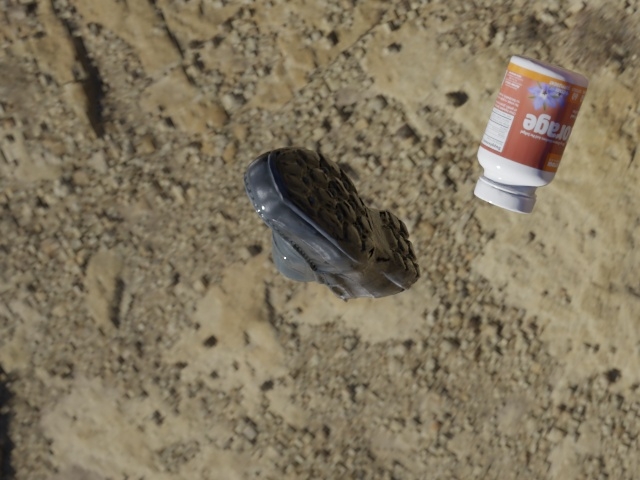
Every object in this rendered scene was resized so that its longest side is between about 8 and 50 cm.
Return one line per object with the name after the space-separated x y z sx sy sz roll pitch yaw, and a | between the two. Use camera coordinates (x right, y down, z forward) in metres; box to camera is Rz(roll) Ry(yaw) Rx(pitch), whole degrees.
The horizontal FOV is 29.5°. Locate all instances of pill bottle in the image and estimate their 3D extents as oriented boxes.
0.304 -0.155 1.788 0.121 0.121 0.216 21 103 15 | pill bottle

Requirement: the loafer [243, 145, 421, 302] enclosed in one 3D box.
0.000 0.000 0.820 0.078 0.223 0.076 -23 67 16 | loafer
